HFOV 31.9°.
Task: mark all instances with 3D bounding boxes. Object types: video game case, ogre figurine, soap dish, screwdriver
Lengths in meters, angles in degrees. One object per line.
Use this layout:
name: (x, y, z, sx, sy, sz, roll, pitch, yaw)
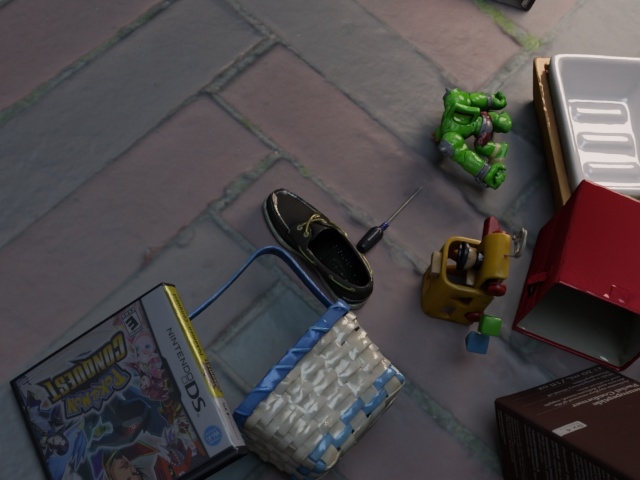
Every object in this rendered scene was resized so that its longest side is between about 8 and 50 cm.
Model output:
video game case: (-0.256, 0.228, 1.460, 0.275, 0.035, 0.248, -32, 71, 15)
ogre figurine: (0.251, -0.182, 1.837, 0.118, 0.097, 0.197, 21, 72, -15)
soap dish: (0.477, -0.167, 1.866, 0.229, 0.118, 0.291, 1, 64, -12)
screwdriver: (0.115, -0.034, 1.773, 0.025, 0.024, 0.170, 27, 54, 35)

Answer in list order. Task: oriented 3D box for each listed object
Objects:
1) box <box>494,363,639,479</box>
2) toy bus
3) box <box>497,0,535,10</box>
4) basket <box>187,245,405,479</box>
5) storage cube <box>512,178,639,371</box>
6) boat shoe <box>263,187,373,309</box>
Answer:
box: (0.406, 0.295, 1.471, 0.191, 0.381, 0.143, -15, 106, -20)
toy bus: (0.213, 0.046, 1.664, 0.104, 0.191, 0.202, 12, 106, -6)
box: (0.323, -0.549, 2.057, 0.183, 0.056, 0.231, 17, 61, -4)
basket: (-0.056, 0.176, 1.525, 0.289, 0.201, 0.255, 46, 66, 5)
storage cube: (0.428, 0.054, 1.707, 0.215, 0.183, 0.193, 22, 61, -1)
boat shoe: (0.000, 0.000, 1.702, 0.081, 0.068, 0.228, -36, 76, -26)
